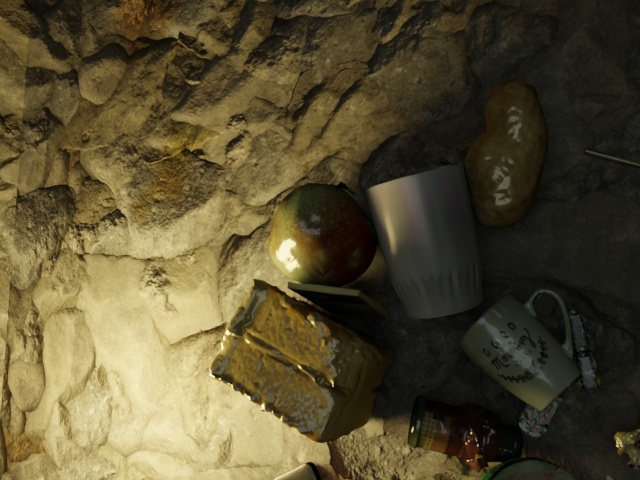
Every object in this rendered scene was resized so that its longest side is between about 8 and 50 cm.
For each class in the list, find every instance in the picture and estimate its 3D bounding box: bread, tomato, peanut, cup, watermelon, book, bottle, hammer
[{"bbox_3d":[-0.036,0.314,1.378,0.371,0.390,0.279,26,86,25],"label":"bread"},{"bbox_3d":[0.000,0.000,1.425,0.303,0.303,0.239,22,55,24],"label":"tomato"},{"bbox_3d":[0.471,-0.220,1.334,0.192,0.169,0.387,12,85,13],"label":"peanut"},{"bbox_3d":[0.271,-0.005,1.332,0.253,0.253,0.372,-13,90,21],"label":"cup"},{"bbox_3d":[0.500,0.243,1.236,0.234,0.186,0.258,44,107,28],"label":"cup"},{"bbox_3d":[0.459,0.605,1.198,0.305,0.180,0.224,23,109,-10],"label":"watermelon"},{"bbox_3d":[0.057,0.164,1.396,0.201,0.289,0.026,3,73,23],"label":"book"},{"bbox_3d":[0.359,0.482,1.300,0.271,0.143,0.156,11,69,11],"label":"bottle"},{"bbox_3d":[0.750,-0.200,1.295,0.182,0.017,0.062,24,93,25],"label":"hammer"}]

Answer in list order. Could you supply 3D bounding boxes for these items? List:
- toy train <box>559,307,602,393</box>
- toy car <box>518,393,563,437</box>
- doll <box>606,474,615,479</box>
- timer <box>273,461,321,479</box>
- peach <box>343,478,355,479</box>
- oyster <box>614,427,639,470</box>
[{"bbox_3d":[0.625,0.263,1.260,0.060,0.081,0.202,-14,85,22],"label":"toy train"},{"bbox_3d":[0.540,0.414,1.288,0.069,0.055,0.142,28,81,23],"label":"toy car"},{"bbox_3d":[0.691,0.591,1.201,0.142,0.058,0.099,-11,59,20],"label":"doll"},{"bbox_3d":[-0.044,0.749,1.498,0.144,0.055,0.187,-31,69,15],"label":"timer"},{"bbox_3d":[0.083,0.702,1.444,0.098,0.061,0.098,5,107,15],"label":"peach"},{"bbox_3d":[0.836,0.432,1.146,0.354,0.107,0.201,2,104,11],"label":"oyster"}]
